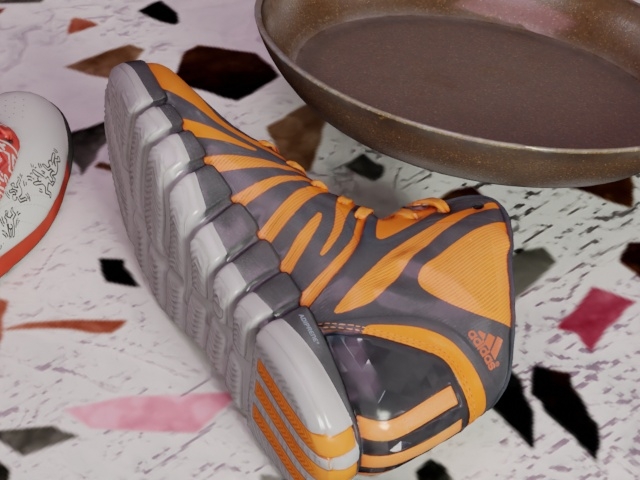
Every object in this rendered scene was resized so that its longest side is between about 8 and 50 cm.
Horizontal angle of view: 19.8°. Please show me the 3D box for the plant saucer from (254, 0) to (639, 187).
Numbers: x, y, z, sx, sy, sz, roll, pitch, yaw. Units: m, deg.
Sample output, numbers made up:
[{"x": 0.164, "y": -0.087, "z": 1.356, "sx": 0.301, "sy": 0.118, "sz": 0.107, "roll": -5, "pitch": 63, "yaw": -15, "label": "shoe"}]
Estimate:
[{"x": 0.108, "y": -0.110, "z": 1.188, "sx": 0.310, "sy": 0.050, "sz": 0.310, "roll": 8, "pitch": 29, "yaw": -5, "label": "plant saucer"}]

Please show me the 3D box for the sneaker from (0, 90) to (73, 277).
[{"x": -0.233, "y": -0.040, "z": 1.115, "sx": 0.090, "sy": 0.145, "sz": 0.270, "roll": 15, "pitch": 47, "yaw": 16, "label": "sneaker"}]

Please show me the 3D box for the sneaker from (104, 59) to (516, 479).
[{"x": 0.000, "y": 0.000, "z": 1.100, "sx": 0.180, "sy": 0.124, "sz": 0.321, "roll": -20, "pitch": 58, "yaw": -22, "label": "sneaker"}]
